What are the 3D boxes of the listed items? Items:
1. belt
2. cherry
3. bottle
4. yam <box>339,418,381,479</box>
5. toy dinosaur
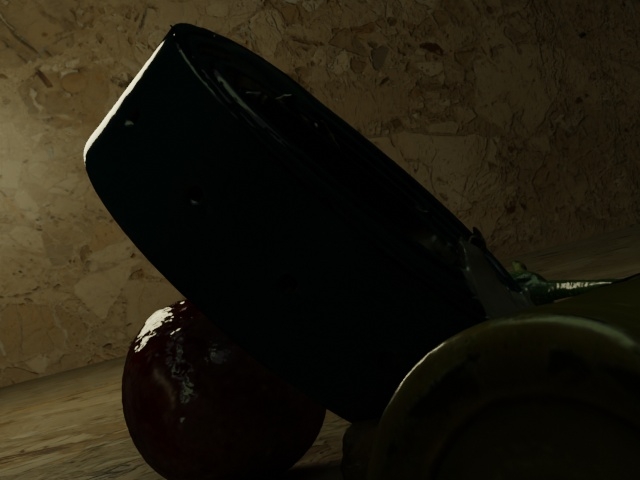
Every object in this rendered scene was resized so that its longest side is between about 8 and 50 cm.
[{"bbox_3d":[-0.002,0.000,0.968,0.173,0.437,0.300,-53,2,18],"label":"belt"},{"bbox_3d":[-0.094,0.141,0.986,0.175,0.192,0.250,-42,-1,7],"label":"cherry"},{"bbox_3d":[0.184,0.090,0.507,0.172,0.171,0.351,-13,-2,37],"label":"bottle"},{"bbox_3d":[0.141,0.148,0.764,0.300,0.066,0.066,-13,1,39],"label":"yam"},{"bbox_3d":[0.312,0.098,1.748,0.447,0.087,0.301,-15,7,8],"label":"toy dinosaur"}]
